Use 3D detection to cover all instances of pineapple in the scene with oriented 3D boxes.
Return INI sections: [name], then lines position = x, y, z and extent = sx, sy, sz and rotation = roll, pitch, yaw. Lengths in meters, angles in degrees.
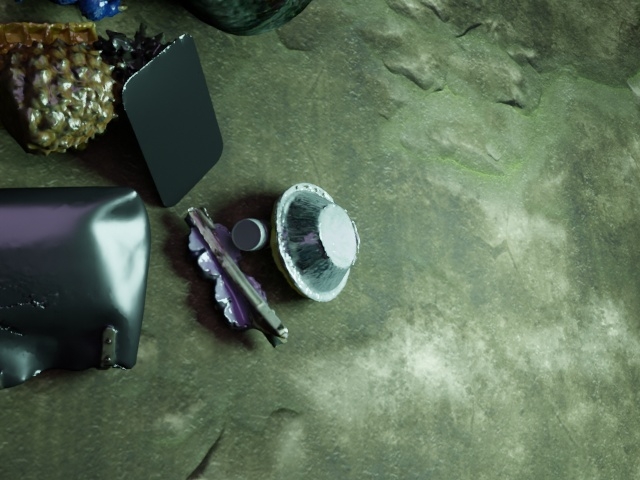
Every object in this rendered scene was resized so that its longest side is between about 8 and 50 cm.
[pineapple]
position = -0.329, -0.253, 1.014
extent = 0.340, 0.169, 0.169
rotation = -31, 93, -37

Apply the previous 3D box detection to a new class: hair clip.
[hair clip]
position = -0.154, 0.069, 1.143
extent = 0.106, 0.084, 0.292
rotation = -33, 88, -33

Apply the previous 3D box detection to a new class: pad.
[pad]
position = -0.239, -0.194, 1.094
extent = 0.004, 0.267, 0.181
rotation = 21, 54, 24

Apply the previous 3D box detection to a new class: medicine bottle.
[medicine bottle]
position = -0.120, -0.010, 1.169
extent = 0.091, 0.058, 0.058
rotation = -3, 72, -79

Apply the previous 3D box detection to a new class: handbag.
[handbag]
position = -0.408, 0.071, 0.941
extent = 0.342, 0.152, 0.287
rotation = -5, 89, -30

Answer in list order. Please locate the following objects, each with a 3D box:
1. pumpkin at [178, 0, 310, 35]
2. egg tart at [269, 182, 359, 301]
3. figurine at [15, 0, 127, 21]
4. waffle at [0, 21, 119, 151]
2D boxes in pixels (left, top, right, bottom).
[pumpkin]
position = -0.174, -0.592, 1.162
extent = 0.454, 0.344, 0.454
rotation = 53, 24, -37
[egg tart]
position = 0.000, 0.000, 1.215
extent = 0.234, 0.094, 0.234
rotation = 23, 61, -49
[figurine]
position = -0.400, -0.456, 1.095
extent = 0.262, 0.121, 0.164
rotation = -30, 84, -48
[waffle]
position = -0.449, -0.243, 1.058
extent = 0.229, 0.057, 0.219
rotation = -16, 85, -37
